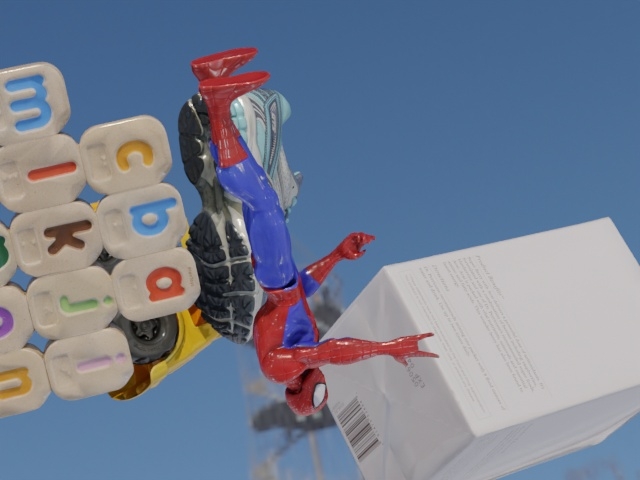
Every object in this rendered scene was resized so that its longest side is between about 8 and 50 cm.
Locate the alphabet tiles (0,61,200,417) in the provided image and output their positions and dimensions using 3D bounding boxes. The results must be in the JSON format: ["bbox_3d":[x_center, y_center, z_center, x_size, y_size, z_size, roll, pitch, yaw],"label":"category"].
[{"bbox_3d":[-0.245,0.005,1.129,0.278,0.021,0.284,-14,-68,-8],"label":"alphabet tiles"}]

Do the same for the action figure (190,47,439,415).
[{"bbox_3d":[0.000,0.000,1.019,0.139,0.091,0.280,-10,-64,-4],"label":"action figure"}]

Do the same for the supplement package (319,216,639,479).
[{"bbox_3d":[0.171,0.115,1.334,0.293,0.177,0.175,-11,-28,-35],"label":"supplement package"}]

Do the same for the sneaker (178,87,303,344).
[{"bbox_3d":[-0.068,-0.026,1.496,0.122,0.110,0.283,-18,-62,-42],"label":"sneaker"}]

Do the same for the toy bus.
[{"bbox_3d":[-0.188,0.039,1.593,0.211,0.220,0.149,-28,2,-30],"label":"toy bus"}]
